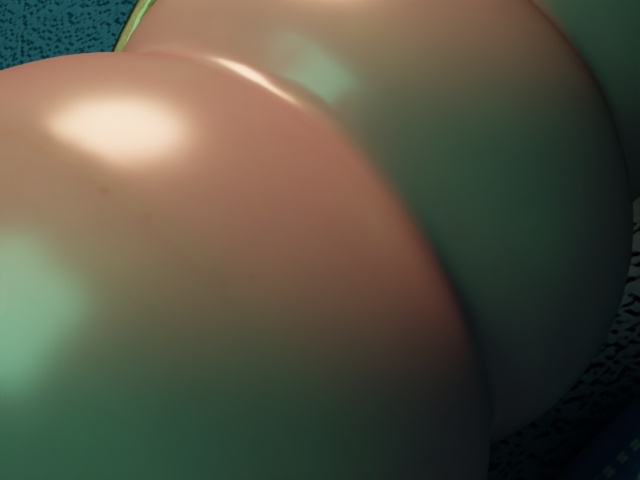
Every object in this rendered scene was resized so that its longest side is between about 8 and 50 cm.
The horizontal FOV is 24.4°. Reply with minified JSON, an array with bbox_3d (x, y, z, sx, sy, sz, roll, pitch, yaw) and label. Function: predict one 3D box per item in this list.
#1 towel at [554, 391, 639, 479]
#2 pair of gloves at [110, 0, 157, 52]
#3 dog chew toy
[{"bbox_3d":[0.168,0.154,0.403,0.243,0.040,0.336,-46,42,2],"label":"towel"},{"bbox_3d":[-0.074,-0.070,0.679,0.204,0.042,0.240,-65,5,-15],"label":"pair of gloves"},{"bbox_3d":[0.000,0.000,0.460,0.206,0.206,0.332,14,47,44],"label":"dog chew toy"}]
